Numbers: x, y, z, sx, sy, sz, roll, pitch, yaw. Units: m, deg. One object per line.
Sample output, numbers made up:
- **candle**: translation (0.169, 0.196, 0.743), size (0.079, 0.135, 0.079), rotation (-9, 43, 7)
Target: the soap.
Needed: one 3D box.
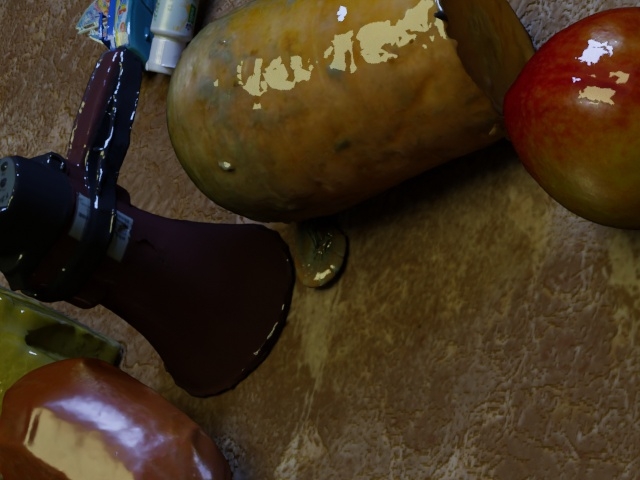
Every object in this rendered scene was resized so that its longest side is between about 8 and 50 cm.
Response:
- **soap**: translation (-0.376, 0.124, 1.762), size (0.304, 0.338, 0.169), rotation (22, 87, 51)

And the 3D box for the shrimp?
- **shrimp**: translation (0.000, 0.000, 1.687), size (0.059, 0.023, 0.108), rotation (-22, 53, 25)

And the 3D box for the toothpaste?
- **toothpaste**: translation (-0.152, -0.350, 1.968), size (0.058, 0.056, 0.314), rotation (15, 94, 54)

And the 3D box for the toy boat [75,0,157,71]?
- **toy boat**: translation (-0.255, -0.273, 2.050), size (0.110, 0.091, 0.175), rotation (-15, 52, 21)

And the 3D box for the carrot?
- **carrot**: translation (0.022, -0.147, 1.595), size (0.340, 0.224, 0.224), rotation (-21, 54, 32)

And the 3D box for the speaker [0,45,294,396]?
- **speaker**: translation (-0.176, -0.025, 1.667), size (0.259, 0.329, 0.198), rotation (-55, 40, -3)

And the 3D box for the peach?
- **peach**: translation (0.244, -0.103, 1.369), size (0.197, 0.197, 0.197), rotation (-24, 53, 36)

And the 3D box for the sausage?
- **sausage**: translation (-0.201, 0.221, 1.635), size (0.268, 0.153, 0.141), rotation (32, 52, 24)
